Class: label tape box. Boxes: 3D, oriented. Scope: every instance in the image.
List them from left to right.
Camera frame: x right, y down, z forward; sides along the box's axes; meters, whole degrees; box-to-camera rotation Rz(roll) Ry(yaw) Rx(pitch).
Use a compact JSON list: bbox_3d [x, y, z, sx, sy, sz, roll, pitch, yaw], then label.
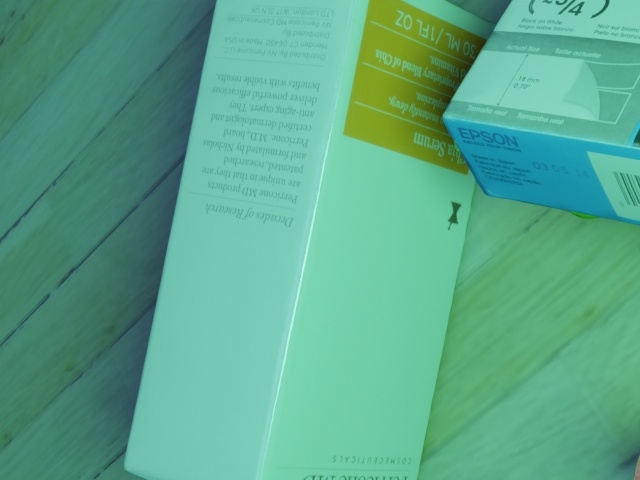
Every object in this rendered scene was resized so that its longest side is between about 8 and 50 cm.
[{"bbox_3d":[0.275,-0.170,1.047,0.240,0.106,0.334,14,63,39],"label":"label tape box"}]

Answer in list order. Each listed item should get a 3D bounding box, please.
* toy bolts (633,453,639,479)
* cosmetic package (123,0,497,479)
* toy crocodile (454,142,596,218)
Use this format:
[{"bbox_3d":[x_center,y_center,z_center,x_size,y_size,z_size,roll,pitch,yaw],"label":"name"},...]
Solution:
[{"bbox_3d":[0.245,0.241,1.041,0.218,0.158,0.228,16,85,20],"label":"toy bolts"},{"bbox_3d":[0.000,0.000,1.251,0.161,0.230,0.453,11,90,39],"label":"cosmetic package"},{"bbox_3d":[0.258,-0.070,1.132,0.340,0.115,0.105,12,83,37],"label":"toy crocodile"}]
